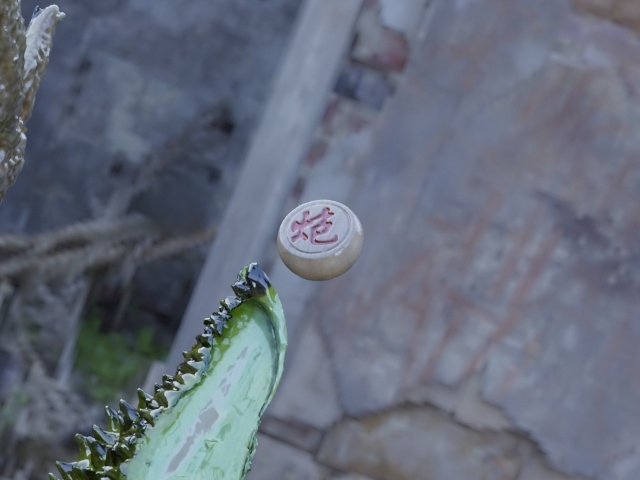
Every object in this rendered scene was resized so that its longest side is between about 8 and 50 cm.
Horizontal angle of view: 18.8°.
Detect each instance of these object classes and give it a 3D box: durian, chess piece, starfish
[{"bbox_3d":[-0.122,0.183,1.347,0.132,0.375,0.106,31,-24,-11],"label":"durian"},{"bbox_3d":[0.000,0.000,1.847,0.083,0.084,0.038,26,-30,34],"label":"chess piece"},{"bbox_3d":[-0.346,-0.052,1.733,0.082,0.432,0.324,28,0,13],"label":"starfish"}]
